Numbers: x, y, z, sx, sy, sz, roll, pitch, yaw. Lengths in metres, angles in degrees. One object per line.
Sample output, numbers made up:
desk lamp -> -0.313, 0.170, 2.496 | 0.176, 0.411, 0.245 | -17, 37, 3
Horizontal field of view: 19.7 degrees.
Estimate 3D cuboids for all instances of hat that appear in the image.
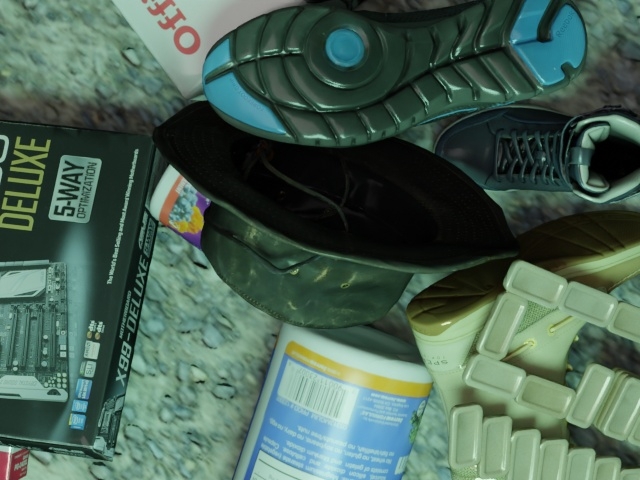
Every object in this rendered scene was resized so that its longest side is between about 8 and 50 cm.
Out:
hat -> 0.000, 0.000, 1.590 | 0.331, 0.331, 0.134 | 22, 110, 10

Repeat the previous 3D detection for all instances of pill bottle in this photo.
pill bottle -> -0.055, -0.015, 1.735 | 0.193, 0.108, 0.108 | 34, 100, 7
pill bottle -> -0.002, 0.217, 1.716 | 0.152, 0.152, 0.272 | 19, 98, 11

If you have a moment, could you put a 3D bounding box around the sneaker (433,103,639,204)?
sneaker -> 0.202, -0.079, 1.650 | 0.226, 0.163, 0.086 | 1, 95, 14

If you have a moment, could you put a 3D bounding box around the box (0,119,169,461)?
box -> -0.291, 0.041, 1.759 | 0.242, 0.076, 0.307 | 7, 75, 12

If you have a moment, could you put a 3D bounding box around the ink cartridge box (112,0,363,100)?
ink cartridge box -> -0.037, -0.352, 1.682 | 0.395, 0.166, 0.285 | -38, 84, 13

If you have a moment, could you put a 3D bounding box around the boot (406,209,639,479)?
boot -> 0.213, 0.100, 1.686 | 0.262, 0.095, 0.203 | -25, 118, -21

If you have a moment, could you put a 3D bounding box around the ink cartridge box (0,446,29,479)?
ink cartridge box -> -0.341, 0.157, 1.831 | 0.109, 0.063, 0.150 | 9, 94, 11

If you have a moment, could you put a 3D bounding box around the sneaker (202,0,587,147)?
sneaker -> 0.060, -0.144, 1.636 | 0.341, 0.139, 0.125 | -6, 88, -12

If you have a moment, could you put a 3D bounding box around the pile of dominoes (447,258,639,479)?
pile of dominoes -> 0.222, 0.137, 1.644 | 0.251, 0.040, 0.196 | 22, 97, -28
